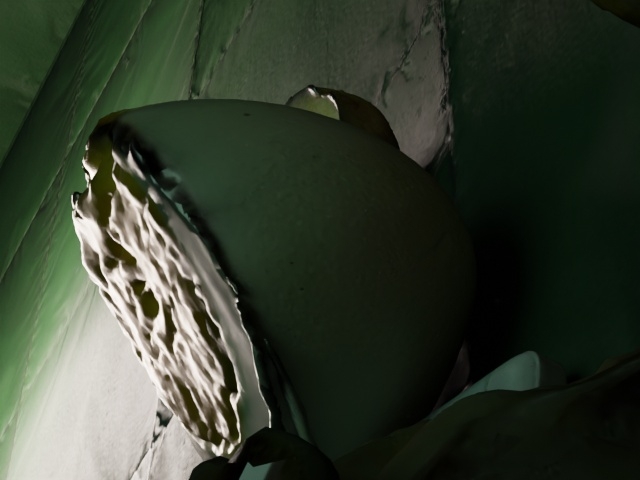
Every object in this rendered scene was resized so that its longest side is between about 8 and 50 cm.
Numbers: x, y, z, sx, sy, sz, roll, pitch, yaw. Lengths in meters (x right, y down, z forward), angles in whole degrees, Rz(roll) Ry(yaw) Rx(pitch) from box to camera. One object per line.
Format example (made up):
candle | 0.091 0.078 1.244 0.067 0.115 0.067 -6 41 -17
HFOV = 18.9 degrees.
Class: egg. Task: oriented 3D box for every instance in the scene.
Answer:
egg | -0.017 0.027 1.122 0.174 0.264 0.286 -26 10 -22

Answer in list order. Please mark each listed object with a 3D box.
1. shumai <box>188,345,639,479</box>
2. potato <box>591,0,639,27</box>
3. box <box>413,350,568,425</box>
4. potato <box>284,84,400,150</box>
shumai | 0.108 0.110 0.459 0.217 0.283 0.346 -58 19 35
potato | 0.173 -0.205 0.819 0.246 0.196 0.299 -65 15 4
box | 0.062 0.198 0.916 0.142 0.044 0.285 -40 32 49
potato | 0.000 0.000 1.297 0.164 0.081 0.200 24 95 65
